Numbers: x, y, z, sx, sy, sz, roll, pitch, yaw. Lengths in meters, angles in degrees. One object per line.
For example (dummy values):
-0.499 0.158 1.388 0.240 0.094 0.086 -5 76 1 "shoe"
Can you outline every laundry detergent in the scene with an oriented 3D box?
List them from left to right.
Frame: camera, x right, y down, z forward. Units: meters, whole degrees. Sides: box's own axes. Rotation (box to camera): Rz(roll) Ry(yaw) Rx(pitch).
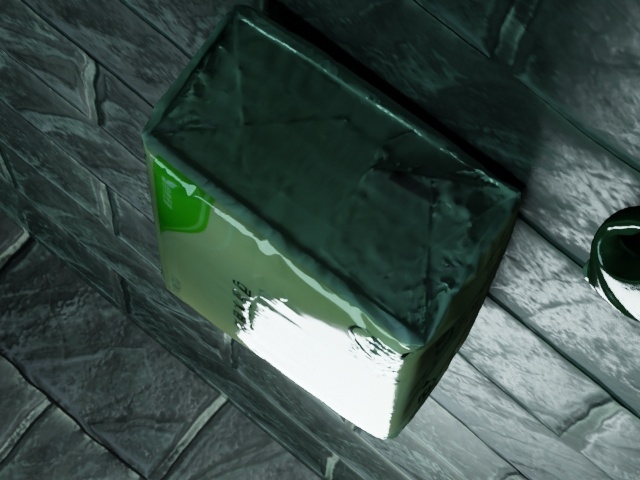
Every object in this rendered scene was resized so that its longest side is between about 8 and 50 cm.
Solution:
0.274 0.025 1.446 0.137 0.063 0.211 50 165 -22 "laundry detergent"

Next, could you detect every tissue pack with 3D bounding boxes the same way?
0.000 0.000 1.763 0.332 0.205 0.405 34 165 9 "tissue pack"
